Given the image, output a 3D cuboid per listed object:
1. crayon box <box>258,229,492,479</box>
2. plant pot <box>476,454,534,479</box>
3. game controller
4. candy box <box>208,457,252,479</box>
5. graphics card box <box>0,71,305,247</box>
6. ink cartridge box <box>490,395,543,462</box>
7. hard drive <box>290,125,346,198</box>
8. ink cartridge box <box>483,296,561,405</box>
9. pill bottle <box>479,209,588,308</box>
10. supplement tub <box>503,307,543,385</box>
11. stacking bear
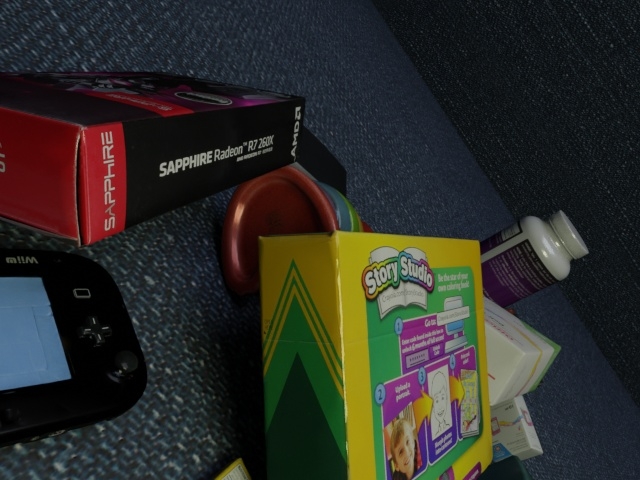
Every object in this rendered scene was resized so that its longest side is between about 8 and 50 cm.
[{"bbox_3d":[0.089,0.152,0.574,0.362,0.106,0.314,3,82,-53],"label":"crayon box"},{"bbox_3d":[0.274,0.442,0.702,0.166,0.165,0.234,55,20,0],"label":"plant pot"},{"bbox_3d":[-0.278,0.073,0.338,0.319,0.067,0.167,7,54,-55],"label":"game controller"},{"bbox_3d":[-0.063,0.322,0.444,0.206,0.027,0.105,60,28,7],"label":"candy box"},{"bbox_3d":[-0.192,-0.116,0.510,0.232,0.094,0.371,15,22,18],"label":"graphics card box"},{"bbox_3d":[0.380,0.378,0.989,0.052,0.088,0.123,31,36,-32],"label":"ink cartridge box"},{"bbox_3d":[-0.042,-0.159,0.946,0.254,0.054,0.172,40,33,-27],"label":"hard drive"},{"bbox_3d":[0.319,0.204,0.966,0.207,0.119,0.353,37,15,36],"label":"ink cartridge box"},{"bbox_3d":[0.505,0.059,1.263,0.181,0.322,0.182,37,34,-30],"label":"pill bottle"},{"bbox_3d":[0.484,0.280,1.232,0.106,0.106,0.198,18,46,-48],"label":"supplement tub"},{"bbox_3d":[0.000,0.000,0.754,0.289,0.175,0.165,21,50,-60],"label":"stacking bear"}]
